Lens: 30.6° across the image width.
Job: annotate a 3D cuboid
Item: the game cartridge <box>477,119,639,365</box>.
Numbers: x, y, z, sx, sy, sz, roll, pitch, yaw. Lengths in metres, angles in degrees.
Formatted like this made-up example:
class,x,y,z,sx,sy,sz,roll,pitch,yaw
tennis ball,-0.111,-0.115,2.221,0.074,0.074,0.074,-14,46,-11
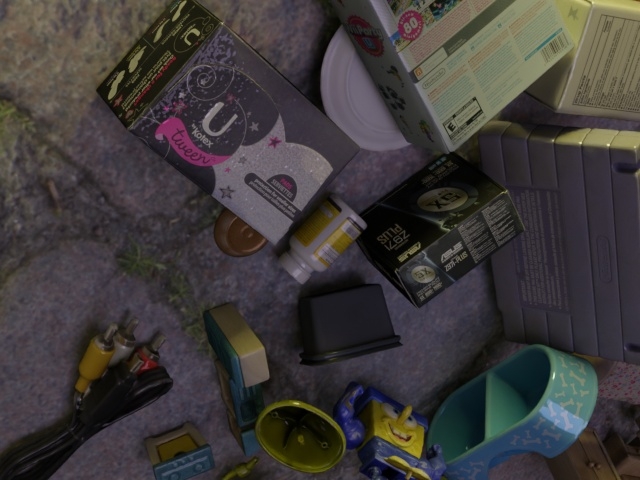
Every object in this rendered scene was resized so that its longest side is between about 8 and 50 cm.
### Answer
class,x,y,z,sx,sy,sz,roll,pitch,yaw
game cartridge,0.341,0.004,1.614,0.068,0.230,0.355,-44,133,-40

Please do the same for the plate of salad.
class,x,y,z,sx,sy,sz,roll,pitch,yaw
plate of salad,0.086,-0.211,1.472,0.200,0.048,0.199,-10,115,-23

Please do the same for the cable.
class,x,y,z,sx,sy,sz,roll,pitch,yaw
cable,-0.303,0.219,1.516,0.287,0.072,0.139,-45,144,16

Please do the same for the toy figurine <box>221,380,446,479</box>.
class,x,y,z,sx,sy,sz,roll,pitch,yaw
toy figurine,0.055,0.293,1.645,0.362,0.217,0.191,30,120,-14

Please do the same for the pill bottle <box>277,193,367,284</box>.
class,x,y,z,sx,sy,sz,roll,pitch,yaw
pill bottle,0.000,0.000,1.529,0.116,0.065,0.065,-46,126,1

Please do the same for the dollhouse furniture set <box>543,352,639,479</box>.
class,x,y,z,sx,sy,sz,roll,pitch,yaw
dollhouse furniture set,0.516,0.273,1.794,0.303,0.174,0.355,15,128,-32

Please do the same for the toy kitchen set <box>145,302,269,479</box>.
class,x,y,z,sx,sy,sz,roll,pitch,yaw
toy kitchen set,-0.154,0.219,1.530,0.166,0.122,0.207,-19,122,-17

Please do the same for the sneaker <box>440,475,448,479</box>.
class,x,y,z,sx,sy,sz,roll,pitch,yaw
sneaker,0.218,0.491,1.857,0.111,0.121,0.300,-32,125,-9

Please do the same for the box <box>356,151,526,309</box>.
class,x,y,z,sx,sy,sz,roll,pitch,yaw
box,0.150,-0.018,1.545,0.180,0.147,0.077,-35,126,-5

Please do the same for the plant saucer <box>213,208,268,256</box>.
class,x,y,z,sx,sy,sz,roll,pitch,yaw
plant saucer,-0.095,-0.013,1.505,0.083,0.015,0.083,-11,119,-21

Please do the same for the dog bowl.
class,x,y,z,sx,sy,sz,roll,pitch,yaw
dog bowl,0.267,0.255,1.700,0.074,0.166,0.297,33,131,-22

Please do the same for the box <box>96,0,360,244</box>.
class,x,y,z,sx,sy,sz,roll,pitch,yaw
box,-0.106,-0.137,1.357,0.163,0.142,0.247,-49,125,2

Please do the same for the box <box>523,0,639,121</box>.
class,x,y,z,sx,sy,sz,roll,pitch,yaw
box,0.391,-0.247,1.558,0.232,0.127,0.148,4,114,-28

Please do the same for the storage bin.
class,x,y,z,sx,sy,sz,roll,pitch,yaw
storage bin,0.032,0.112,1.596,0.135,0.098,0.091,-10,91,-21

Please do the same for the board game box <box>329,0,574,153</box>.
class,x,y,z,sx,sy,sz,roll,pitch,yaw
board game box,0.142,-0.292,1.388,0.224,0.097,0.303,-40,120,-15
